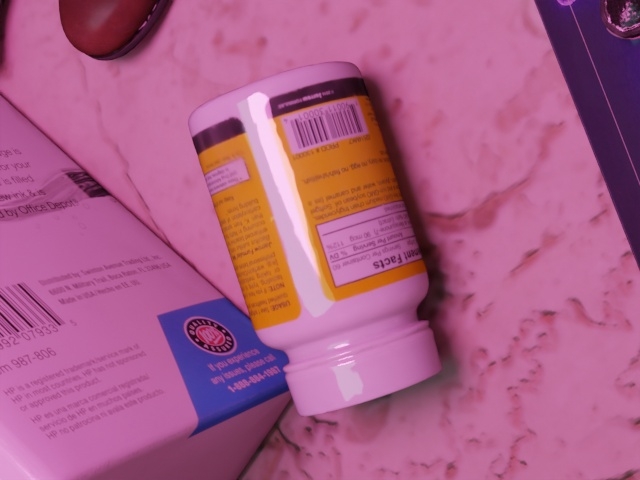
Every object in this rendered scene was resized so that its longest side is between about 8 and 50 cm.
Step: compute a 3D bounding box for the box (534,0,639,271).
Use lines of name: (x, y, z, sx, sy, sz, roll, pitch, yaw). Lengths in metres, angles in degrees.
box: (0.245, -0.078, 0.724, 0.184, 0.103, 0.261, -23, 86, 32)

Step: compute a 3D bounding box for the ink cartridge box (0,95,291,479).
ink cartridge box: (-0.252, 0.050, 0.908, 0.395, 0.285, 0.166, 41, 115, 18)

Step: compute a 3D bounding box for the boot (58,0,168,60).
boot: (-0.182, -0.239, 0.827, 0.096, 0.280, 0.264, 31, 111, 21)

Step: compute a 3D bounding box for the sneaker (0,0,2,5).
sneaker: (-0.253, -0.238, 0.984, 0.098, 0.083, 0.224, -3, 95, 24)

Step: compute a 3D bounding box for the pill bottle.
pill bottle: (0.000, 0.000, 0.858, 0.119, 0.119, 0.208, -19, 88, 30)

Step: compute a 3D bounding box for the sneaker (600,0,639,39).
sneaker: (0.173, -0.155, 0.662, 0.047, 0.057, 0.119, 36, 113, 19)
